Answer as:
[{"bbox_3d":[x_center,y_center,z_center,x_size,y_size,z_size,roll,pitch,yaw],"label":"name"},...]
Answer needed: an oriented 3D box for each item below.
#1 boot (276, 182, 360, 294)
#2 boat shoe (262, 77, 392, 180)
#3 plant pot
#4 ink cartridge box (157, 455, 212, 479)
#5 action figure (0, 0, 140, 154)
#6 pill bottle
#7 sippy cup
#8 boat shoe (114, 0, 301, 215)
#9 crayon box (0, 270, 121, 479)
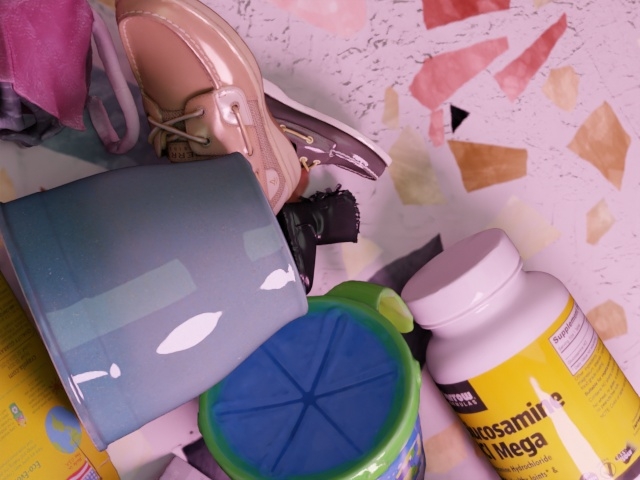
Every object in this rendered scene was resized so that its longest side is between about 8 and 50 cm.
[{"bbox_3d":[0.000,0.000,2.078,0.099,0.045,0.121,-13,94,-31],"label":"boot"},{"bbox_3d":[-0.028,-0.118,2.054,0.228,0.081,0.068,27,78,-13],"label":"boat shoe"},{"bbox_3d":[-0.161,0.037,1.838,0.255,0.271,0.271,-24,97,-6],"label":"plant pot"},{"bbox_3d":[-0.118,0.385,1.913,0.239,0.060,0.275,33,36,1],"label":"ink cartridge box"},{"bbox_3d":[-0.281,-0.288,1.855,0.276,0.248,0.370,9,85,-25],"label":"action figure"},{"bbox_3d":[0.241,0.159,2.097,0.188,0.188,0.334,-40,102,-22],"label":"pill bottle"},{"bbox_3d":[0.012,0.211,1.948,0.305,0.240,0.224,-35,145,-6],"label":"sippy cup"},{"bbox_3d":[-0.122,-0.128,1.914,0.341,0.121,0.110,56,46,-41],"label":"boat shoe"},{"bbox_3d":[-0.344,0.188,1.838,0.318,0.081,0.202,61,36,-9],"label":"crayon box"}]
